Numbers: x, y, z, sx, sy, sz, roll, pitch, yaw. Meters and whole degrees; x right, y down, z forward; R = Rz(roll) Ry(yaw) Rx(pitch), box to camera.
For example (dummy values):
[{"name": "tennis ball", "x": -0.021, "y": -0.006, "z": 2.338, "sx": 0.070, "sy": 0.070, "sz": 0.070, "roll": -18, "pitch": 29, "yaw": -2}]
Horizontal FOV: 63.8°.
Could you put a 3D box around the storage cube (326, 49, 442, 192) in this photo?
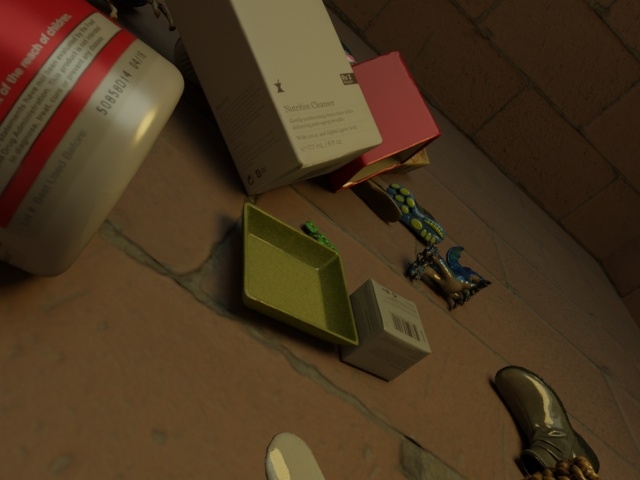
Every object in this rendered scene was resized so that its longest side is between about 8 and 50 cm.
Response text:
[{"name": "storage cube", "x": 0.092, "y": -0.237, "z": 1.051, "sx": 0.215, "sy": 0.184, "sz": 0.193, "roll": -26, "pitch": 87, "yaw": -19}]

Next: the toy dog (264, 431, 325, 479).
[{"name": "toy dog", "x": -0.071, "y": 0.231, "z": 0.322, "sx": 0.334, "sy": 0.220, "sz": 0.161, "roll": 34, "pitch": -3, "yaw": -37}]

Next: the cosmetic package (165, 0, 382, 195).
[{"name": "cosmetic package", "x": -0.079, "y": -0.292, "z": 0.865, "sx": 0.217, "sy": 0.156, "sz": 0.384, "roll": -25, "pitch": 93, "yaw": -43}]

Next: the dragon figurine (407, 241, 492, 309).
[{"name": "dragon figurine", "x": 0.295, "y": 0.067, "z": 1.144, "sx": 0.289, "sy": 0.085, "sz": 0.144, "roll": -7, "pitch": 58, "yaw": -56}]

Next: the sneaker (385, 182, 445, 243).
[{"name": "sneaker", "x": 0.229, "y": -0.063, "z": 1.271, "sx": 0.188, "sy": 0.067, "sz": 0.078, "roll": 46, "pitch": 5, "yaw": 4}]

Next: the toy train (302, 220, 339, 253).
[{"name": "toy train", "x": 0.000, "y": 0.000, "z": 0.896, "sx": 0.083, "sy": 0.017, "sz": 0.024, "roll": 49, "pitch": 37, "yaw": 6}]

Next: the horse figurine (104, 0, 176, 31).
[{"name": "horse figurine", "x": -0.350, "y": -0.445, "z": 0.884, "sx": 0.264, "sy": 0.066, "sz": 0.174, "roll": -22, "pitch": 81, "yaw": -39}]

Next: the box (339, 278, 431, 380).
[{"name": "box", "x": 0.088, "y": 0.132, "z": 0.757, "sx": 0.101, "sy": 0.087, "sz": 0.101, "roll": 30, "pitch": 30, "yaw": -29}]

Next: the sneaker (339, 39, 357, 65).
[{"name": "sneaker", "x": 0.036, "y": -0.377, "z": 1.207, "sx": 0.319, "sy": 0.112, "sz": 0.131, "roll": 51, "pitch": 31, "yaw": 2}]

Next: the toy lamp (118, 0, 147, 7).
[{"name": "toy lamp", "x": -0.372, "y": -0.544, "z": 1.061, "sx": 0.080, "sy": 0.080, "sz": 0.274, "roll": 30, "pitch": 28, "yaw": -28}]

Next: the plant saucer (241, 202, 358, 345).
[{"name": "plant saucer", "x": -0.042, "y": 0.055, "z": 0.727, "sx": 0.189, "sy": 0.045, "sz": 0.188, "roll": 30, "pitch": 31, "yaw": -29}]

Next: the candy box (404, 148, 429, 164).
[{"name": "candy box", "x": 0.191, "y": -0.281, "z": 1.418, "sx": 0.317, "sy": 0.088, "sz": 0.182, "roll": -15, "pitch": 86, "yaw": -61}]

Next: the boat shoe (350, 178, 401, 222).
[{"name": "boat shoe", "x": 0.128, "y": -0.105, "z": 1.180, "sx": 0.152, "sy": 0.056, "sz": 0.049, "roll": 45, "pitch": 32, "yaw": -1}]

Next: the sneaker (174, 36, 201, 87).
[{"name": "sneaker", "x": -0.145, "y": -0.361, "z": 1.036, "sx": 0.321, "sy": 0.126, "sz": 0.127, "roll": 7, "pitch": 57, "yaw": -39}]

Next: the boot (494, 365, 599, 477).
[{"name": "boot", "x": 0.385, "y": 0.343, "z": 0.900, "sx": 0.161, "sy": 0.083, "sz": 0.246, "roll": -10, "pitch": 58, "yaw": -52}]

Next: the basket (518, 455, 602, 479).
[{"name": "basket", "x": 0.273, "y": 0.439, "z": 0.587, "sx": 0.213, "sy": 0.223, "sz": 0.299, "roll": 66, "pitch": -2, "yaw": -58}]

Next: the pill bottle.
[{"name": "pill bottle", "x": -0.339, "y": -0.158, "z": 0.399, "sx": 0.408, "sy": 0.229, "sz": 0.229, "roll": 33, "pitch": 29, "yaw": -24}]
